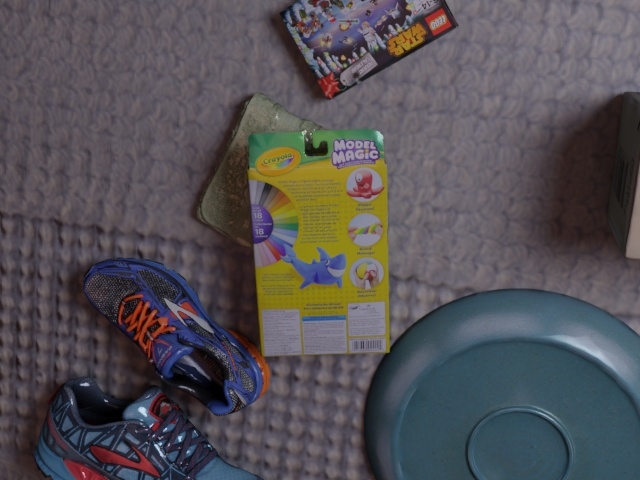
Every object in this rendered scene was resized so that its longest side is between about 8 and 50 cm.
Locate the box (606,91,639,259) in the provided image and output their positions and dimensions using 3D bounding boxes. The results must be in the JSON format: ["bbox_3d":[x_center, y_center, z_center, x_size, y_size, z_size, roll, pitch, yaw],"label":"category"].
[{"bbox_3d":[0.405,-0.044,0.716,0.311,0.148,0.121,6,107,11],"label":"box"}]

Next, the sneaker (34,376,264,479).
[{"bbox_3d":[-0.175,0.220,0.929,0.262,0.104,0.125,16,105,7],"label":"sneaker"}]

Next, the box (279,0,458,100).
[{"bbox_3d":[0.044,-0.202,0.809,0.137,0.027,0.094,-28,98,17],"label":"box"}]

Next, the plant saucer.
[{"bbox_3d":[0.197,0.204,0.879,0.318,0.043,0.317,3,105,12],"label":"plant saucer"}]

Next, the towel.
[{"bbox_3d":[-0.052,-0.059,0.868,0.110,0.027,0.148,28,108,2],"label":"towel"}]

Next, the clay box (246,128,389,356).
[{"bbox_3d":[0.000,0.000,0.839,0.128,0.053,0.221,-2,109,1],"label":"clay box"}]

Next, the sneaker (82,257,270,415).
[{"bbox_3d":[-0.149,0.096,0.898,0.221,0.087,0.083,35,108,1],"label":"sneaker"}]
